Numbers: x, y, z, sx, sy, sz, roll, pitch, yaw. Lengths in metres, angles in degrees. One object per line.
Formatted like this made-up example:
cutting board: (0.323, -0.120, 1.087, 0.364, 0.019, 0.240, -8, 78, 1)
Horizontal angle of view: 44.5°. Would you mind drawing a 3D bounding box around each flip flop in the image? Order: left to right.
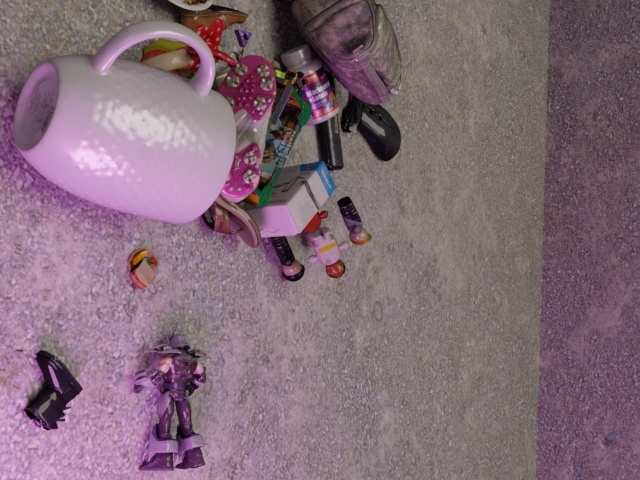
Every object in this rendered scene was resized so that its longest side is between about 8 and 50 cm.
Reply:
flip flop: (-0.234, -0.069, 1.743, 0.080, 0.112, 0.277, -52, 133, -12)

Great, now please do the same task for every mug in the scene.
mug: (-0.338, -0.229, 1.407, 0.328, 0.374, 0.276, 15, 34, -44)

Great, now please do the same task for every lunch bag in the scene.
lunch bag: (0.094, -0.515, 2.058, 0.256, 0.212, 0.305, 67, 11, 21)

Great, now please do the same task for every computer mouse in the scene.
computer mouse: (0.174, -0.342, 2.358, 0.272, 0.072, 0.188, 43, 51, -42)

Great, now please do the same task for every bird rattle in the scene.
bird rattle: (-0.296, -0.347, 1.589, 0.207, 0.253, 0.143, -26, 107, -28)

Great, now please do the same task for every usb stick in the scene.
usb stick: (0.023, -0.330, 2.172, 0.077, 0.045, 0.278, -6, 89, -53)

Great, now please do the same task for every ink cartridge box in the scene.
ink cartridge box: (-0.078, -0.100, 1.910, 0.203, 0.148, 0.086, -53, 128, -44)

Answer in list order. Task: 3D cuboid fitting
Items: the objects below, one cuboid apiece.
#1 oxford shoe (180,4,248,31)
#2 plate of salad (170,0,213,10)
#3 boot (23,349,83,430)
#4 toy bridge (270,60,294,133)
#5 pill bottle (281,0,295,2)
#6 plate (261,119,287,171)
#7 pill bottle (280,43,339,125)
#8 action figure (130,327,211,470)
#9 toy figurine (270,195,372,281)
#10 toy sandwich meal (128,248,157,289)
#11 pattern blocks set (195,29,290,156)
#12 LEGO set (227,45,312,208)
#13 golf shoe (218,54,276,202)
oxford shoe: (-0.250, -0.508, 1.821, 0.212, 0.076, 0.076, -22, 128, -50)
plate of salad: (-0.310, -0.595, 1.716, 0.200, 0.048, 0.200, 26, 48, -33)
boot: (-0.485, 0.268, 1.386, 0.099, 0.045, 0.121, -56, 128, -38)
toy bridge: (-0.096, -0.364, 2.015, 0.063, 0.026, 0.188, -3, 78, -75)
pill bottle: (-0.027, -0.694, 2.094, 0.219, 0.123, 0.122, -19, 100, -53)
plate: (-0.134, -0.267, 1.965, 0.188, 0.024, 0.188, 10, 78, -53)
pill bottle: (-0.032, -0.410, 2.055, 0.108, 0.108, 0.193, -48, 122, -46)
action figure: (-0.300, 0.319, 1.591, 0.185, 0.099, 0.285, 13, 70, -45)
toy figurine: (0.000, 0.000, 1.951, 0.213, 0.209, 0.148, -54, 132, -42)
toy sandwich meal: (-0.359, 0.056, 1.601, 0.085, 0.029, 0.085, 12, 75, -53)
pattern blocks set: (-0.181, -0.334, 1.861, 0.285, 0.026, 0.324, -22, 110, -39)
LEGO set: (-0.179, -0.251, 1.771, 0.331, 0.192, 0.255, -67, 162, 0)
golf shoe: (-0.160, -0.221, 1.577, 0.140, 0.115, 0.306, 115, -14, -75)
